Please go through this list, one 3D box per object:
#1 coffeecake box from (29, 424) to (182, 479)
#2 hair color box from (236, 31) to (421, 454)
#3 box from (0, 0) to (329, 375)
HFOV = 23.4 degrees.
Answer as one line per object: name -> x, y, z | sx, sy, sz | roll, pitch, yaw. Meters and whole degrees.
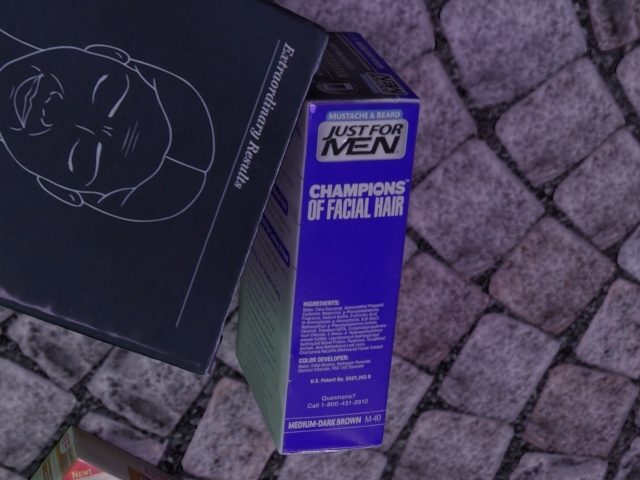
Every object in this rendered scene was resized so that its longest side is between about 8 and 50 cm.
coffeecake box -> -0.238, 0.297, 1.536 | 0.142, 0.068, 0.185 | 31, 102, -26
hair color box -> 0.000, 0.000, 1.399 | 0.110, 0.185, 0.339 | -4, 116, -15
box -> -0.243, -0.101, 1.210 | 0.395, 0.212, 0.294 | 23, 83, -24
